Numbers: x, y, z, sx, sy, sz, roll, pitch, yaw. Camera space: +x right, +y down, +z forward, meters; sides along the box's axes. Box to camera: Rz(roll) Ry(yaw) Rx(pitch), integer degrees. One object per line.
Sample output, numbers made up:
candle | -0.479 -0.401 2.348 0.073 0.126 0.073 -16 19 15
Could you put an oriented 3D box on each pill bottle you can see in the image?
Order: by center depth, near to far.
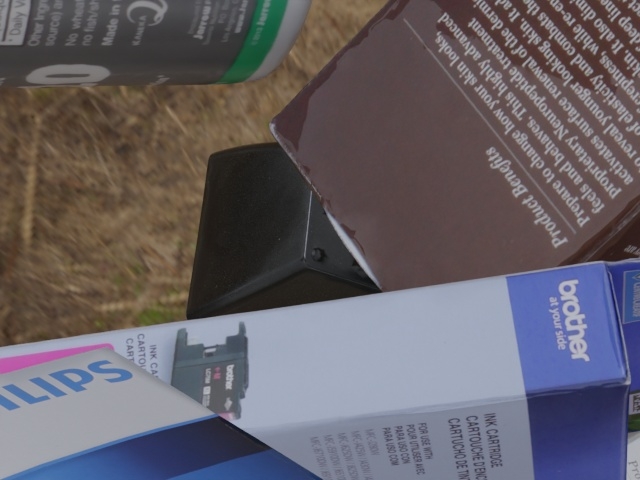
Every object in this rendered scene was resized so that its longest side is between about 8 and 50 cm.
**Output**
pill bottle | -0.198 -0.185 0.950 0.361 0.204 0.204 -3 72 -24

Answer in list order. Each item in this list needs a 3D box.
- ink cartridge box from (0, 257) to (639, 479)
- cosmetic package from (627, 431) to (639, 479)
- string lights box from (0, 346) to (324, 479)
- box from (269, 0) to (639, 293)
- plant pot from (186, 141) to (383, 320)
ink cartridge box | 0.021 0.087 0.716 0.311 0.186 0.065 -10 61 3
cosmetic package | 0.250 0.159 1.081 0.365 0.197 0.155 -26 89 -23
string lights box | 0.006 0.136 0.343 0.260 0.077 0.133 26 116 36
box | 0.177 -0.110 0.888 0.381 0.143 0.191 -43 62 17
plant pot | 0.000 0.000 1.668 0.187 0.167 0.188 18 65 -28
